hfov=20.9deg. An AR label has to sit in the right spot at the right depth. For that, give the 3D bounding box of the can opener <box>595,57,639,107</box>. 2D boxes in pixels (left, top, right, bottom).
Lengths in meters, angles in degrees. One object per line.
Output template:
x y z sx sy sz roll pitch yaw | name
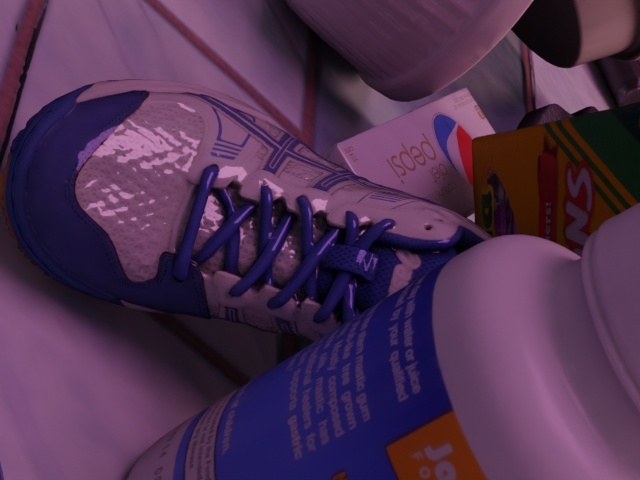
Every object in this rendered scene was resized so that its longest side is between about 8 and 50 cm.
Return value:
0.291 -0.140 1.570 0.095 0.076 0.283 75 -6 -68 | can opener

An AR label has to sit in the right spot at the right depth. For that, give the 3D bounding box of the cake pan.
0.148 -0.252 1.309 0.293 0.054 0.293 59 -6 9 | cake pan

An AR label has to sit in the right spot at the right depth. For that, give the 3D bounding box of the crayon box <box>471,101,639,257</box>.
0.152 0.036 0.926 0.318 0.081 0.202 175 -88 -77 | crayon box

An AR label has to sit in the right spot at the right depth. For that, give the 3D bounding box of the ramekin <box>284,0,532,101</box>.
0.062 -0.202 1.105 0.109 0.207 0.207 33 35 -23 | ramekin

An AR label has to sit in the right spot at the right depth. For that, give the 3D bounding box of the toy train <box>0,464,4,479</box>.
-0.147 0.102 0.586 0.105 0.080 0.184 32 34 -55 | toy train

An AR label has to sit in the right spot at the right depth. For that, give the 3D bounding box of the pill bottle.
0.060 0.092 0.713 0.152 0.272 0.152 38 34 -31 | pill bottle

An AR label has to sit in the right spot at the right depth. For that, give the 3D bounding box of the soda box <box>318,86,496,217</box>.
0.046 -0.031 1.037 0.074 0.069 0.216 58 27 1 | soda box

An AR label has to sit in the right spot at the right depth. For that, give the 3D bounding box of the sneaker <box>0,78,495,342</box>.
0.000 0.000 0.810 0.296 0.131 0.111 16 89 -36 | sneaker

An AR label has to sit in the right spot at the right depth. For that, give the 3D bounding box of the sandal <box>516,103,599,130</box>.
0.184 -0.049 1.310 0.097 0.054 0.254 67 19 4 | sandal
